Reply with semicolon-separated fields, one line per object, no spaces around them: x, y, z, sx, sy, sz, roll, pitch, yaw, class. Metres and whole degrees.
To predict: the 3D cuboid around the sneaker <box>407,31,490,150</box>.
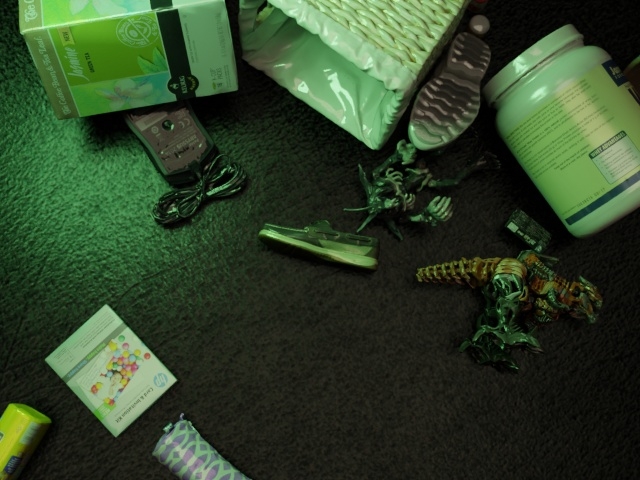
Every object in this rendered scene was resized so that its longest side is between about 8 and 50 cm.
0.225;-0.243;1.623;0.105;0.115;0.281;32;53;1;sneaker

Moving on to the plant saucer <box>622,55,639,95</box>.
0.652;-0.218;1.632;0.041;0.278;0.278;-35;84;-31;plant saucer

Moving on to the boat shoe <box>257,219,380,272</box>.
0.001;0.000;1.649;0.223;0.080;0.073;16;75;-6;boat shoe

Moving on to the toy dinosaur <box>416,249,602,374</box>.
0.336;0.110;1.637;0.322;0.164;0.218;6;65;16;toy dinosaur

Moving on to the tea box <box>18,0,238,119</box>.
-0.332;-0.419;1.572;0.323;0.220;0.329;-12;58;-5;tea box

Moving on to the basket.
0.063;-0.380;1.587;0.331;0.328;0.266;36;79;3;basket

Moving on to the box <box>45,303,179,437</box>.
-0.366;0.228;1.608;0.145;0.038;0.186;-43;86;-8;box

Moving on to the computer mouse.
-0.273;-0.180;1.669;0.188;0.072;0.272;-28;96;-9;computer mouse

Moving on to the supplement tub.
0.459;-0.192;1.622;0.235;0.235;0.325;-34;84;-8;supplement tub

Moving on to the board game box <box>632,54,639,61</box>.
0.741;-0.280;1.619;0.086;0.302;0.308;-39;85;-9;board game box

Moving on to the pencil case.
-0.194;0.394;1.571;0.206;0.086;0.088;42;54;3;pencil case

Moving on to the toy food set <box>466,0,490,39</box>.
0.234;-0.481;1.723;0.232;0.104;0.111;35;81;3;toy food set

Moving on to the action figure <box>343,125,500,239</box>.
0.177;-0.109;1.644;0.275;0.141;0.164;-34;95;-9;action figure

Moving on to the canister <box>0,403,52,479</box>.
-0.530;0.362;1.534;0.073;0.126;0.170;30;78;2;canister

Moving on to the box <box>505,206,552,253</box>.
0.382;-0.019;1.678;0.083;0.067;0.018;39;122;3;box
